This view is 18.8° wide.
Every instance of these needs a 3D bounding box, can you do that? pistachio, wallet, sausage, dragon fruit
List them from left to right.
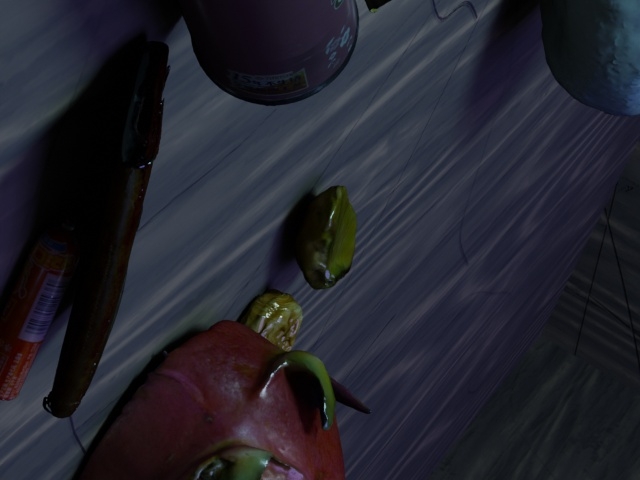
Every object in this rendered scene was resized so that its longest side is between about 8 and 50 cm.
[{"bbox_3d":[-0.185,0.041,1.241,0.129,0.034,0.034,-64,167,19],"label":"sausage"},{"bbox_3d":[-0.132,-0.009,1.254,0.255,0.031,0.137,111,-7,-46],"label":"wallet"},{"bbox_3d":[-0.080,0.220,1.677,0.290,0.189,0.290,-46,156,-28],"label":"dragon fruit"},{"bbox_3d":[0.000,0.000,1.822,0.173,0.049,0.089,67,32,-72],"label":"pistachio"}]

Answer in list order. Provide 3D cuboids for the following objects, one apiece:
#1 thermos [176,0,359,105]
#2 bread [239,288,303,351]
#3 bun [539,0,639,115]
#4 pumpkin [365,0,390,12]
[{"bbox_3d":[-0.036,-0.195,1.091,0.136,0.109,0.330,-56,167,-11],"label":"thermos"},{"bbox_3d":[-0.058,0.099,1.842,0.083,0.044,0.110,-29,146,-60],"label":"bread"},{"bbox_3d":[0.352,-0.307,2.137,0.354,0.194,0.354,-57,167,-21],"label":"bun"},{"bbox_3d":[0.098,-0.262,1.433,0.217,0.110,0.217,-38,-168,9],"label":"pumpkin"}]
